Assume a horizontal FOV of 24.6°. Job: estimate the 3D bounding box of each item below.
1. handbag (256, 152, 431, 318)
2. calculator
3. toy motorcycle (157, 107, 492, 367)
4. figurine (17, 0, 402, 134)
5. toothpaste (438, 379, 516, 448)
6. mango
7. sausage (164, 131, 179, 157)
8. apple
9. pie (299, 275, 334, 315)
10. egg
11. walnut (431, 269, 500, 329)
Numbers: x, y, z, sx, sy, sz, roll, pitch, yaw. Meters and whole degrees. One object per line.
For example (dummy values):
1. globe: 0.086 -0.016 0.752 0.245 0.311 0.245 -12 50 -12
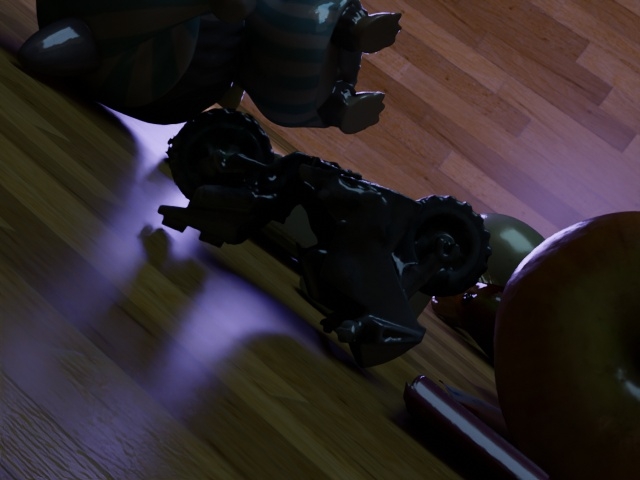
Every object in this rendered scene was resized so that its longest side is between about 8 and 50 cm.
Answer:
1. handbag: 0.000 0.000 1.564 0.256 0.079 0.219 36 -6 -10
2. calculator: 0.120 0.154 1.128 0.127 0.034 0.190 37 -1 11
3. toy motorcycle: -0.002 0.005 1.164 0.270 0.159 0.106 20 -3 -8
4. figurine: -0.169 -0.203 1.581 0.361 0.266 0.378 26 36 26
5. toothpaste: 0.191 0.186 1.374 0.190 0.031 0.048 32 8 -16
6. mango: 0.303 0.152 2.049 0.267 0.111 0.133 43 -6 9
7. sausage: -0.148 -0.104 1.641 0.050 0.048 0.145 -2 9 -5
8. apple: 0.289 0.112 1.273 0.286 0.286 0.233 38 -4 18
9. pie: 0.014 0.058 1.356 0.084 0.021 0.084 34 8 -6
10. egg: 0.293 0.067 2.326 0.254 0.188 0.188 39 4 -18
11. walnut: 0.215 0.080 2.175 0.105 0.105 0.124 35 4 -25
